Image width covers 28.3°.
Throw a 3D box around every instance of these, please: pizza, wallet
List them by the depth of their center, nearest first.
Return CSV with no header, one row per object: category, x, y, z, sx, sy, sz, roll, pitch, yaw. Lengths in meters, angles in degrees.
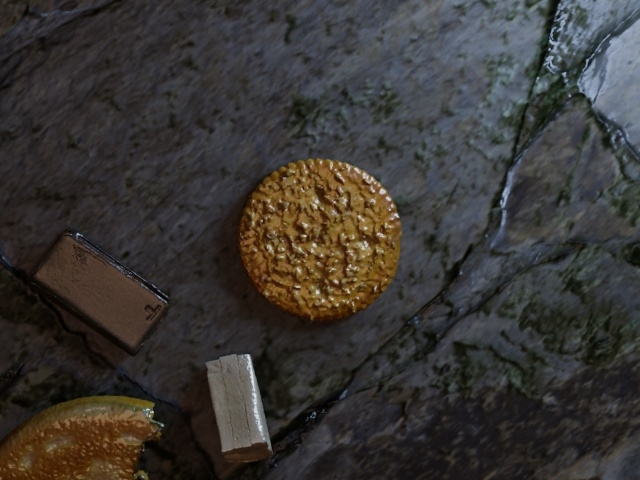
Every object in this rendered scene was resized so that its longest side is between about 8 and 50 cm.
wallet,-0.328,0.078,1.897,0.198,0.031,0.110,37,99,-11
pizza,-0.353,0.346,1.935,0.290,0.081,0.228,-24,102,7

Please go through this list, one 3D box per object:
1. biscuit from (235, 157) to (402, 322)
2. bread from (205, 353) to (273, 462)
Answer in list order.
biscuit,0.000,0.000,1.891,0.254,0.035,0.254,-1,103,-3
bread,-0.125,0.260,1.956,0.077,0.105,0.152,-10,72,0
